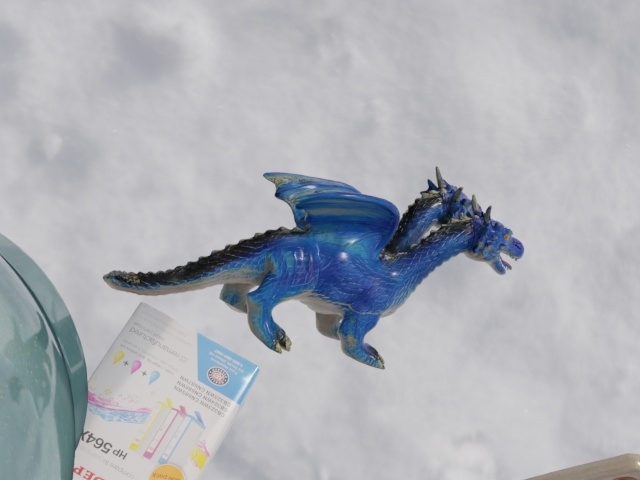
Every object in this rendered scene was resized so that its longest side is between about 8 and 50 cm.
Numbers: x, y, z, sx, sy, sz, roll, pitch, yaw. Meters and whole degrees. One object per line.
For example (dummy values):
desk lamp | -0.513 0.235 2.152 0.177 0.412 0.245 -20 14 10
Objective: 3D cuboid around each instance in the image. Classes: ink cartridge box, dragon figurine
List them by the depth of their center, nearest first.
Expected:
ink cartridge box | -0.117 0.132 0.602 0.092 0.090 0.143 29 62 1
dragon figurine | 0.000 0.000 0.638 0.289 0.085 0.144 15 100 -25

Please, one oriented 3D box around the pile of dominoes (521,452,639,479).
pile of dominoes | 0.123 0.191 0.451 0.251 0.040 0.196 -22 123 22

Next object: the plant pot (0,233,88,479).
plant pot | -0.231 0.087 0.428 0.293 0.196 0.293 5 104 18
